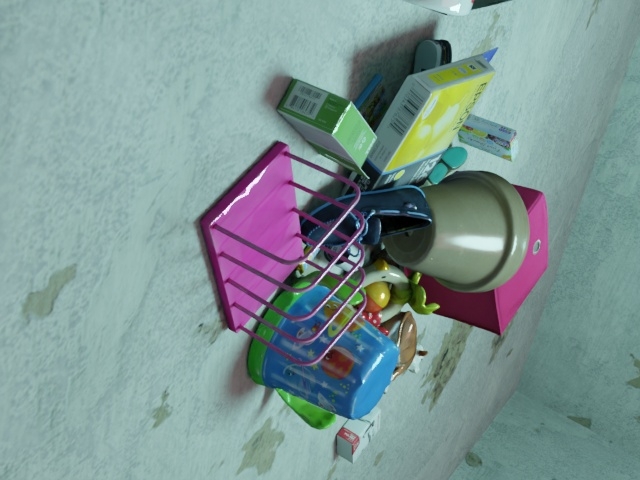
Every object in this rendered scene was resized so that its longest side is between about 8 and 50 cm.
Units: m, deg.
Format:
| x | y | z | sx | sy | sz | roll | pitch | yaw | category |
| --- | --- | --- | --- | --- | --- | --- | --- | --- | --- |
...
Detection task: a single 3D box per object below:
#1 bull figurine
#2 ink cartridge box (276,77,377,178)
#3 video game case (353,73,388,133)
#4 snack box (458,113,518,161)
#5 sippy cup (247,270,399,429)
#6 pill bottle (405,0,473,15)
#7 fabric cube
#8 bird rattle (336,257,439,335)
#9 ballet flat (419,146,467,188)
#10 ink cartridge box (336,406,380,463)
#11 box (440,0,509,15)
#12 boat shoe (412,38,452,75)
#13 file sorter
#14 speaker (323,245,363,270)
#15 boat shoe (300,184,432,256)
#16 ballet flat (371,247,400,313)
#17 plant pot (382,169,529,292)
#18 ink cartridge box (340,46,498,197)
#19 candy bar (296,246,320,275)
| x | y | z | sx | sy | sz | roll | pitch | yaw | category |
| --- | --- | --- | --- | --- | --- | --- | --- | --- | --- |
| 0.191 | 0.289 | 2.229 | 0.188 | 0.101 | 0.310 | -52 | 154 | -21 | bull figurine |
| 0.022 | -0.179 | 1.422 | 0.062 | 0.109 | 0.209 | -61 | 155 | -4 | ink cartridge box |
| 0.090 | -0.216 | 1.636 | 0.119 | 0.015 | 0.166 | -53 | 154 | -20 | video game case |
| 0.393 | -0.245 | 2.054 | 0.037 | 0.141 | 0.100 | -59 | 155 | -12 | snack box |
| 0.018 | 0.221 | 1.666 | 0.240 | 0.224 | 0.305 | -54 | 155 | -16 | sippy cup |
| 0.199 | -0.525 | 1.350 | 0.176 | 0.176 | 0.318 | -18 | 129 | -58 | pill bottle |
| 0.372 | 0.024 | 2.091 | 0.258 | 0.259 | 0.254 | -46 | 139 | -34 | fabric cube |
| 0.119 | 0.130 | 1.908 | 0.253 | 0.143 | 0.207 | -31 | 132 | 18 | bird rattle |
| 0.283 | -0.167 | 2.040 | 0.168 | 0.057 | 0.052 | -38 | 174 | -37 | ballet flat |
| 0.102 | 0.508 | 2.323 | 0.135 | 0.056 | 0.099 | -46 | 149 | -33 | ink cartridge box |
| 0.311 | -0.574 | 1.648 | 0.322 | 0.079 | 0.257 | -30 | 141 | -51 | box |
| 0.216 | -0.309 | 1.731 | 0.083 | 0.065 | 0.183 | -23 | 133 | -53 | boat shoe |
| -0.040 | 0.034 | 1.420 | 0.202 | 0.182 | 0.291 | -48 | 152 | -29 | file sorter |
| 0.048 | 0.030 | 1.723 | 0.055 | 0.055 | 0.136 | -63 | 163 | -1 | speaker |
| 0.089 | -0.037 | 1.601 | 0.258 | 0.089 | 0.109 | -19 | 148 | -14 | boat shoe |
| 0.153 | 0.098 | 2.024 | 0.058 | 0.084 | 0.250 | -15 | 147 | -3 | ballet flat |
| 0.252 | -0.021 | 1.783 | 0.229 | 0.263 | 0.263 | 1 | 114 | -40 | plant pot |
| 0.208 | -0.211 | 1.671 | 0.307 | 0.072 | 0.303 | -22 | 151 | -43 | ink cartridge box |
| 0.000 | 0.000 | 1.666 | 0.161 | 0.018 | 0.040 | -54 | 154 | -22 | candy bar |
